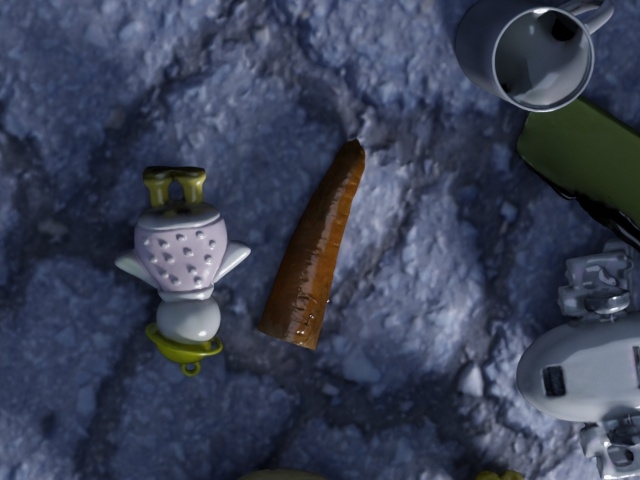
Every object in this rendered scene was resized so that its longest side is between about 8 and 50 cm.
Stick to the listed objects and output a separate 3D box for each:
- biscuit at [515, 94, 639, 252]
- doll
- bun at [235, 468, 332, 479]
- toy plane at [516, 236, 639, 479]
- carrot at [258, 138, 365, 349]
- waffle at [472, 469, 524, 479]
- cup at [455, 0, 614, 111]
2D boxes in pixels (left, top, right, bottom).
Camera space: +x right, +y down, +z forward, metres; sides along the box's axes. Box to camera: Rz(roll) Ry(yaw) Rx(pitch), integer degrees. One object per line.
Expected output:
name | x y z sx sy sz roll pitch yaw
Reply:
biscuit | 0.336 -0.032 1.805 0.322 0.038 0.099 35 111 5
doll | -0.129 0.031 1.750 0.129 0.081 0.207 -4 106 -4
bun | -0.059 0.297 1.809 0.222 0.127 0.222 -19 141 -16
toy plane | 0.319 0.119 1.845 0.252 0.118 0.252 0 92 -4
carrot | 0.000 0.000 1.789 0.061 0.061 0.209 18 93 -16
waffle | 0.133 0.306 1.873 0.194 0.051 0.149 -34 142 -10
cup | 0.209 -0.180 1.748 0.136 0.133 0.099 -5 103 -11
